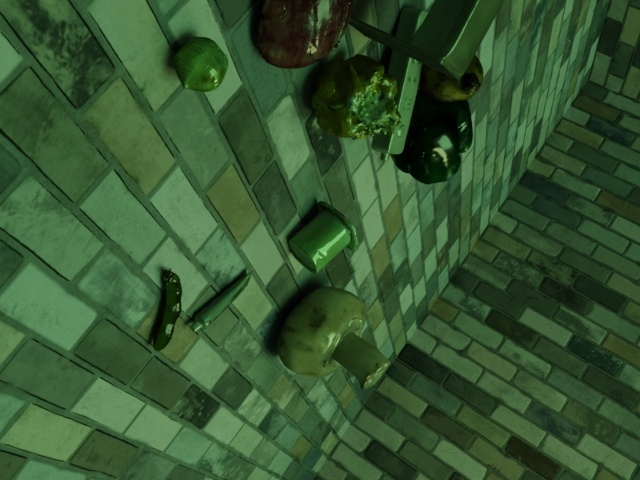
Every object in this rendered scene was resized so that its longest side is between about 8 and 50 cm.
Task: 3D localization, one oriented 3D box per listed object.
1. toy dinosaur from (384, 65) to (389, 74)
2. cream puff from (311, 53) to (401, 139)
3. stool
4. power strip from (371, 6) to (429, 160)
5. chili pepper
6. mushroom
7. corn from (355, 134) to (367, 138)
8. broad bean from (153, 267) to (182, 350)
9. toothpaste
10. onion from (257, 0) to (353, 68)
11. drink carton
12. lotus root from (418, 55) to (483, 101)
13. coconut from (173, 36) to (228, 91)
[{"bbox_3d":[0.191,-0.405,1.903,0.096,0.059,0.132,-11,121,-51],"label":"toy dinosaur"},{"bbox_3d":[0.075,-0.325,1.617,0.221,0.195,0.194,-10,129,-47],"label":"cream puff"},{"bbox_3d":[0.227,-0.517,1.536,0.243,0.270,0.170,-63,159,11],"label":"stool"},{"bbox_3d":[0.206,-0.390,1.832,0.091,0.062,0.385,-9,114,-57],"label":"power strip"},{"bbox_3d":[0.308,-0.305,2.055,0.256,0.233,0.248,62,44,-62],"label":"chili pepper"},{"bbox_3d":[0.051,0.312,2.155,0.314,0.336,0.314,-36,148,-27],"label":"mushroom"},{"bbox_3d":[0.116,-0.337,1.807,0.085,0.063,0.165,-15,131,-45],"label":"corn"},{"bbox_3d":[-0.324,0.143,1.526,0.069,0.039,0.226,-43,153,-48],"label":"broad bean"},{"bbox_3d":[-0.234,0.148,1.726,0.218,0.041,0.064,-43,165,-40],"label":"toothpaste"},{"bbox_3d":[-0.013,-0.444,1.321,0.227,0.120,0.283,-51,157,-31],"label":"onion"},{"bbox_3d":[0.000,0.000,1.911,0.142,0.146,0.144,-41,153,-19],"label":"drink carton"},{"bbox_3d":[0.332,-0.440,1.887,0.170,0.314,0.141,-8,123,-8],"label":"lotus root"},{"bbox_3d":[-0.197,-0.284,1.179,0.096,0.088,0.088,-61,159,-16],"label":"coconut"}]
